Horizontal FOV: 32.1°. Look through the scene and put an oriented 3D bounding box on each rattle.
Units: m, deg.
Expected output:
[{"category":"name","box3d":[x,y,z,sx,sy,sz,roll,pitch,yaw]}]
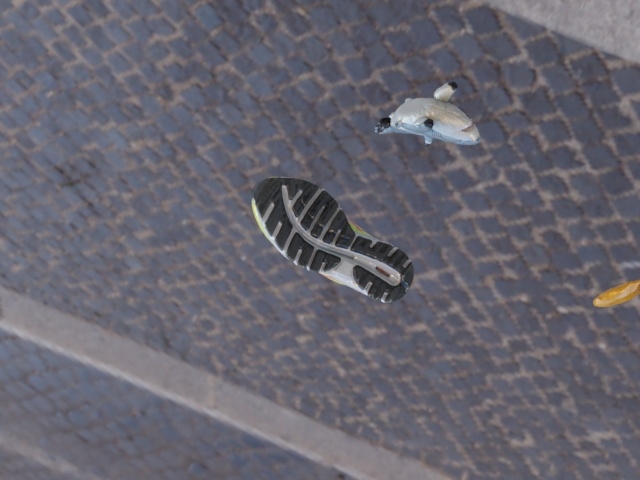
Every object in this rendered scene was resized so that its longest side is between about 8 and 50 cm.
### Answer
[{"category":"rattle","box3d":[0.536,0.125,1.670,0.199,0.143,0.130,52,173,-3]}]

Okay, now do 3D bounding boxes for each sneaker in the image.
[{"category":"sneaker","box3d":[0.000,0.000,1.204,0.208,0.081,0.094,37,173,-27]}]

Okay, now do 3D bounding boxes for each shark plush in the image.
[{"category":"shark plush","box3d":[0.121,-0.136,1.379,0.161,0.073,0.067,-12,132,43]}]
